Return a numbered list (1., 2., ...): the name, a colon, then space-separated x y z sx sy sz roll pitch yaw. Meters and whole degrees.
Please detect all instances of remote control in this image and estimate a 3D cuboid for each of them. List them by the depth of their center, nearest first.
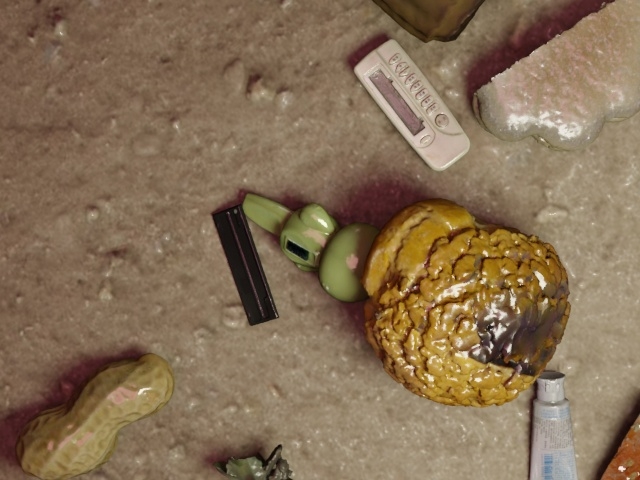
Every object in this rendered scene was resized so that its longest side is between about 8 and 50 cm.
1. remote control: 0.155 -0.222 1.635 0.090 0.049 0.230 -37 88 4

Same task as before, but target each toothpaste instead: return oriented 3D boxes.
1. toothpaste: 0.383 0.337 1.621 0.089 0.057 0.234 -3 96 6

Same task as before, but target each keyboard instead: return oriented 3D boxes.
1. keyboard: -0.126 0.042 1.659 0.067 0.011 0.202 -19 90 33

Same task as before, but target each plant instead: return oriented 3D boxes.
1. plant: -0.093 0.438 1.609 0.142 0.131 0.203 -25 87 6

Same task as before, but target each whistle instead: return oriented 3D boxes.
1. whistle: 0.008 -0.004 1.619 0.294 0.141 0.141 41 93 28

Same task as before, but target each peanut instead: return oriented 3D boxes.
1. peanut: -0.372 0.296 1.636 0.298 0.120 0.136 -38 111 2

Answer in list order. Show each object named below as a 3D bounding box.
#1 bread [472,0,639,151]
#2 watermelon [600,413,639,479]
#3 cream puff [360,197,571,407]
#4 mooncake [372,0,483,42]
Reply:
1. bread: 0.420 -0.254 1.596 0.337 0.102 0.183 -32 92 1
2. watermelon: 0.531 0.401 1.576 0.257 0.140 0.193 -49 67 12
3. cream puff: 0.232 0.099 1.497 0.327 0.231 0.343 -34 121 -16
4. mooncake: 0.216 -0.459 1.504 0.187 0.324 0.324 41 92 -3
